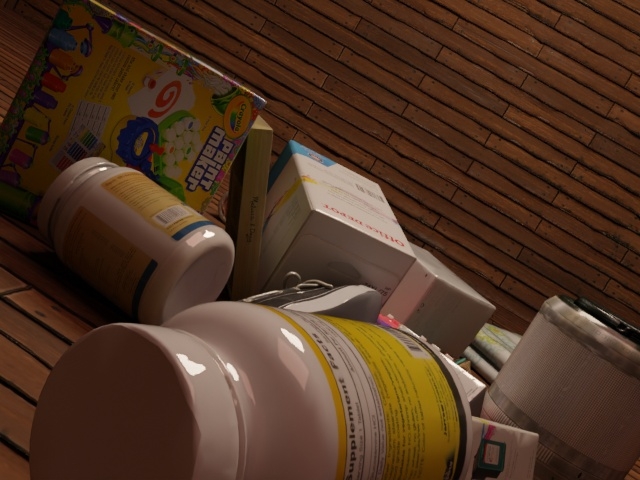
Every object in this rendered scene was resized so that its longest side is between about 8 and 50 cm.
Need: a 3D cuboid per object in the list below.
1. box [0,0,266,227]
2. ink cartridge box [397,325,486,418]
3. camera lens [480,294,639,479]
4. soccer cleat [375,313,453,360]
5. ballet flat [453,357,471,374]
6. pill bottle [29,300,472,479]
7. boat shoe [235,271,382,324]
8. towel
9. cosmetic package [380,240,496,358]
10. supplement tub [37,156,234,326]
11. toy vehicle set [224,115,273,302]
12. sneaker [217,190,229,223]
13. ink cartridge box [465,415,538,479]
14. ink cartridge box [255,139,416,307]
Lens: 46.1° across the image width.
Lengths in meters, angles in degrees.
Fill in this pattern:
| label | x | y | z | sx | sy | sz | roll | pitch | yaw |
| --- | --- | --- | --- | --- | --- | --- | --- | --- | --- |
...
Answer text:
| label | x | y | z | sx | sy | sz | roll | pitch | yaw |
| --- | --- | --- | --- | --- | --- | --- | --- | --- | --- |
| box | -0.272 | -0.142 | 1.036 | 0.279 | 0.290 | 0.177 | 28 | 8 | -18 |
| ink cartridge box | 0.148 | 0.206 | 1.047 | 0.150 | 0.063 | 0.109 | 35 | -34 | 32 |
| camera lens | 0.362 | 0.232 | 1.077 | 0.219 | 0.274 | 0.219 | 30 | 9 | -5 |
| soccer cleat | 0.112 | 0.176 | 1.223 | 0.083 | 0.095 | 0.248 | 40 | -6 | -35 |
| ballet flat | 0.222 | 0.245 | 1.288 | 0.067 | 0.073 | 0.206 | 62 | 22 | 15 |
| pill bottle | -0.031 | 0.146 | 0.563 | 0.188 | 0.188 | 0.334 | 37 | 11 | 34 |
| boat shoe | -0.021 | 0.108 | 1.066 | 0.105 | 0.113 | 0.306 | 29 | 22 | 29 |
| towel | 0.461 | 0.291 | 1.680 | 0.320 | 0.090 | 0.374 | 25 | 10 | -34 |
| cosmetic package | 0.183 | 0.097 | 1.487 | 0.224 | 0.138 | 0.224 | 24 | 14 | -44 |
| supplement tub | -0.216 | 0.003 | 0.882 | 0.199 | 0.144 | 0.144 | 34 | 10 | 19 |
| toy vehicle set | -0.117 | -0.054 | 1.159 | 0.035 | 0.267 | 0.166 | 4 | 17 | -14 |
| sneaker | -0.067 | -0.026 | 1.607 | 0.302 | 0.108 | 0.121 | 27 | 7 | 17 |
| ink cartridge box | 0.123 | 0.225 | 0.837 | 0.231 | 0.078 | 0.134 | 22 | -14 | -40 |
| ink cartridge box | 0.000 | 0.000 | 1.269 | 0.198 | 0.197 | 0.270 | 25 | 22 | -22 |
